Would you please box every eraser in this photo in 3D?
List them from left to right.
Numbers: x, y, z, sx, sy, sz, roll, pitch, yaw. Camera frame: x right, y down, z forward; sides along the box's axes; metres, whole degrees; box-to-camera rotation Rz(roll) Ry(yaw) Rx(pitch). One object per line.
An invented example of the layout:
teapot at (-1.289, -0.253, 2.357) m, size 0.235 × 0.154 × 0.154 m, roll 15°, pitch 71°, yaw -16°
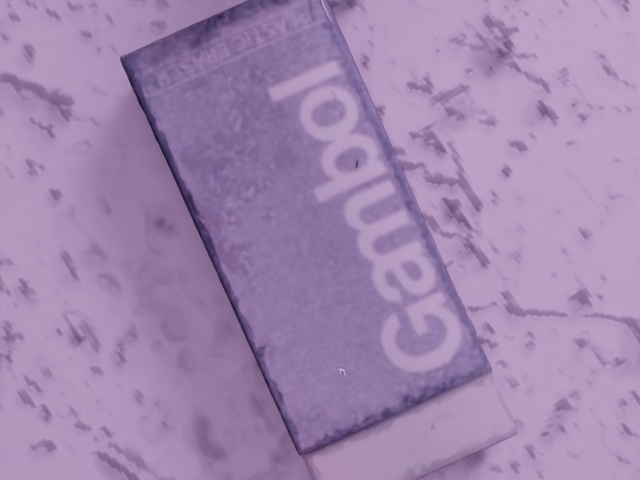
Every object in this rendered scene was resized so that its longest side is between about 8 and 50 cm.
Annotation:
eraser at (0.000, 0.000, 0.421) m, size 0.092 × 0.046 × 0.212 m, roll -25°, pitch 86°, yaw -1°
